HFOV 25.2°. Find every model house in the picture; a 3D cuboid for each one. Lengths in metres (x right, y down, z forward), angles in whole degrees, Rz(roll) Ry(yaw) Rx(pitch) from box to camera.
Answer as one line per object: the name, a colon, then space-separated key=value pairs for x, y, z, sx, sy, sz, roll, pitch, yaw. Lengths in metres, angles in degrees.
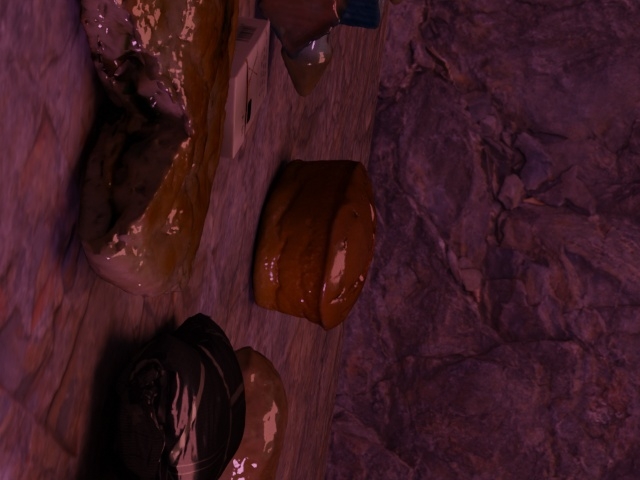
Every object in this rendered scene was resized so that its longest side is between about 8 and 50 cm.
model house: x=0.038 y=-0.298 z=1.591 sx=0.267 sy=0.194 sz=0.325 roll=-71 pitch=172 yaw=-57

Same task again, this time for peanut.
peanut: x=-0.091 y=0.249 z=1.576 sx=0.125 sy=0.111 sz=0.274 roll=-70 pitch=169 yaw=-79

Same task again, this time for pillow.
pillow: x=-0.120 y=0.151 z=1.267 sx=0.335 sy=0.093 sz=0.161 roll=3 pitch=93 yaw=-84

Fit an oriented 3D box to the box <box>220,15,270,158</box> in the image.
box: x=-0.082 y=-0.150 z=1.376 sx=0.154 sy=0.040 sz=0.084 roll=-72 pitch=170 yaw=-60

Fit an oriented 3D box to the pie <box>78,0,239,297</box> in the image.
pie: x=-0.108 y=-0.123 z=1.040 sx=0.337 sy=0.075 sz=0.337 roll=9 pitch=90 yaw=-84

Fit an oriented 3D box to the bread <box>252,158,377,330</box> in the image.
bread: x=0.000 y=0.000 z=1.879 sx=0.269 sy=0.143 sz=0.195 roll=-65 pitch=163 yaw=-60
